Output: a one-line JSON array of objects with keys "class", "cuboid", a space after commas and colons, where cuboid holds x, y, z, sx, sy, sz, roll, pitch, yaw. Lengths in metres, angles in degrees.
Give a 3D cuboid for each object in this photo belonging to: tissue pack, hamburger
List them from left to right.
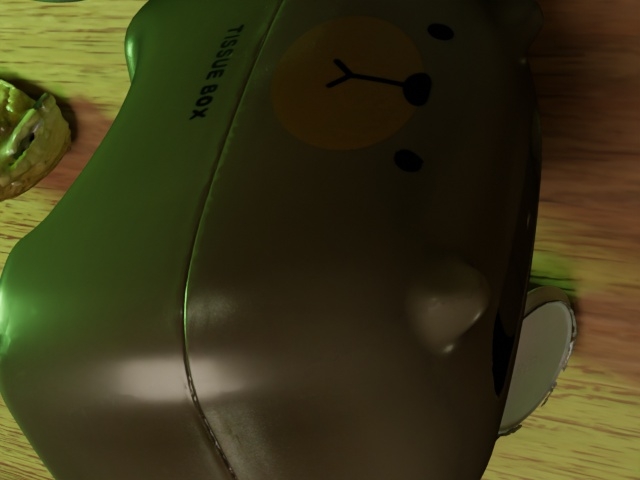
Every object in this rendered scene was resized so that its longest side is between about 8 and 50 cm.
[{"class": "hamburger", "cuboid": [-0.329, -0.073, 1.344, 0.208, 0.155, 0.135, 10, 143, 24]}, {"class": "tissue pack", "cuboid": [0.000, 0.000, 0.901, 0.277, 0.387, 0.267, -1, 133, 20]}]

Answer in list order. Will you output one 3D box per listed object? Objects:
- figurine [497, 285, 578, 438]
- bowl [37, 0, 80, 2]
[{"class": "figurine", "cuboid": [0.103, 0.068, 1.142, 0.154, 0.132, 0.132, 29, 148, 36]}, {"class": "bowl", "cuboid": [-0.217, -0.269, 0.993, 0.289, 0.146, 0.289, 25, 145, 19]}]
